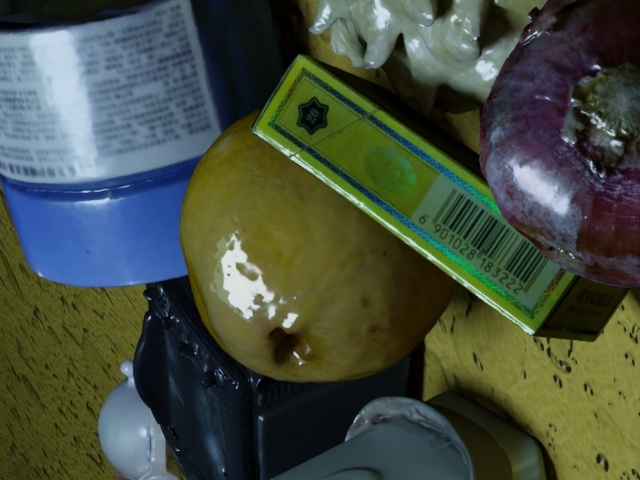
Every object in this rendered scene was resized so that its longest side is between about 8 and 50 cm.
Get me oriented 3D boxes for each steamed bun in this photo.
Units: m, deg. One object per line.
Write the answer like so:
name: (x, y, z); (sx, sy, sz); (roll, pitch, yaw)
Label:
steamed bun: (0.053, -0.187, 1.100); (0.292, 0.137, 0.295); (64, 156, -3)

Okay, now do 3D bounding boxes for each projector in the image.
projector: (0.078, 0.242, 1.409); (0.163, 0.177, 0.242); (28, 136, 55)

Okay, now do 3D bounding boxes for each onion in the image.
onion: (0.169, -0.044, 0.985); (0.159, 0.159, 0.195); (57, -174, 22)

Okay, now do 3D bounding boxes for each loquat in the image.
loquat: (0.000, 0.000, 1.313); (0.208, 0.208, 0.208); (49, 152, 37)

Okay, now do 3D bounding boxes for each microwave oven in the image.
microwave oven: (-0.037, 0.113, 1.525); (0.178, 0.188, 0.247); (49, 152, 36)

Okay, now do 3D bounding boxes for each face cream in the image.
face cream: (-0.143, -0.113, 1.461); (0.249, 0.249, 0.225); (29, 137, 56)

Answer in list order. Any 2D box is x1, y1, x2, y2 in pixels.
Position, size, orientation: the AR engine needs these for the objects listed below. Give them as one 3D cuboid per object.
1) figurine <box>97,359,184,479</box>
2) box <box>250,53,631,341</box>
figurine: (-0.173, 0.235, 2.047); (0.162, 0.141, 0.236); (-110, 15, -70)
box: (0.079, -0.025, 1.124); (0.220, 0.064, 0.141); (39, -168, 20)
